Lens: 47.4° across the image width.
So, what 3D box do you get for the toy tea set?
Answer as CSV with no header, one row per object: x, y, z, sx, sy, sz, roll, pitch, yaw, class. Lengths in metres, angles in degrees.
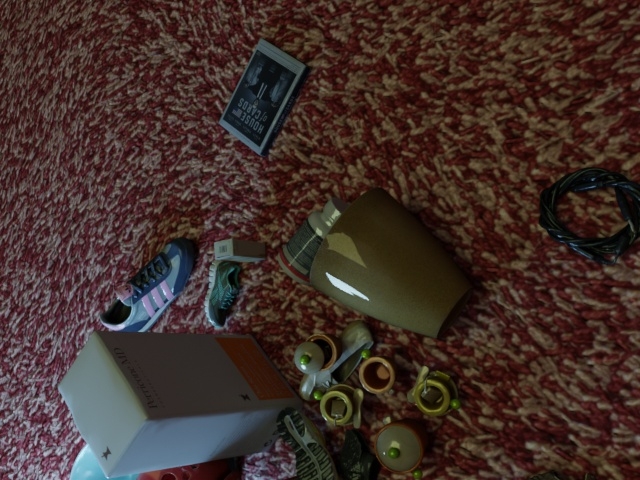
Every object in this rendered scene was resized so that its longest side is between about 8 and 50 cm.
0.087,0.305,1.394,0.336,0.124,0.200,21,99,21,toy tea set

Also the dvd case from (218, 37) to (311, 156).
-0.139,-0.348,1.761,0.179,0.029,0.238,39,107,35,dvd case

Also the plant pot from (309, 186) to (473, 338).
0.152,0.064,1.383,0.254,0.237,0.237,35,105,20,plant pot

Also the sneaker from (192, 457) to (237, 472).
-0.286,0.592,1.683,0.109,0.130,0.286,24,97,39,sneaker

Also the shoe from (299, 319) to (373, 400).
0.033,0.261,1.517,0.219,0.076,0.058,-53,52,17,shoe

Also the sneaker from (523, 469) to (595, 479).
0.382,0.430,1.246,0.188,0.066,0.071,-7,63,31,sneaker

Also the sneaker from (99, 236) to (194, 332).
-0.444,0.120,1.866,0.112,0.131,0.319,48,112,32,sneaker

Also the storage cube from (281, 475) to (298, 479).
-0.095,0.621,1.487,0.193,0.215,0.183,-50,58,29,storage cube

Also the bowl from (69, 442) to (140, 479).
-0.462,0.629,1.791,0.311,0.163,0.311,-5,81,37,bowl

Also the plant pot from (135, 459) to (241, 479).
-0.276,0.518,1.559,0.174,0.191,0.191,35,106,11,plant pot

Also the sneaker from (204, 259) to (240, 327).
-0.230,0.126,1.748,0.076,0.065,0.166,0,86,34,sneaker

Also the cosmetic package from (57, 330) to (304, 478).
-0.271,0.321,1.502,0.230,0.453,0.161,47,110,31,cosmetic package

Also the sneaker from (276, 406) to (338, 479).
-0.011,0.442,1.515,0.081,0.094,0.208,-35,59,13,sneaker

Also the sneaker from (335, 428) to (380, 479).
0.067,0.477,1.480,0.089,0.051,0.170,15,88,38,sneaker

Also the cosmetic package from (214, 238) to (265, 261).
-0.186,0.024,1.691,0.060,0.115,0.041,-12,78,37,cosmetic package

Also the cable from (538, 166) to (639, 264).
0.462,-0.054,1.250,0.184,0.047,0.150,37,106,35,cable

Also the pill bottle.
0.000,0.000,1.557,0.180,0.108,0.108,-50,58,22,pill bottle
